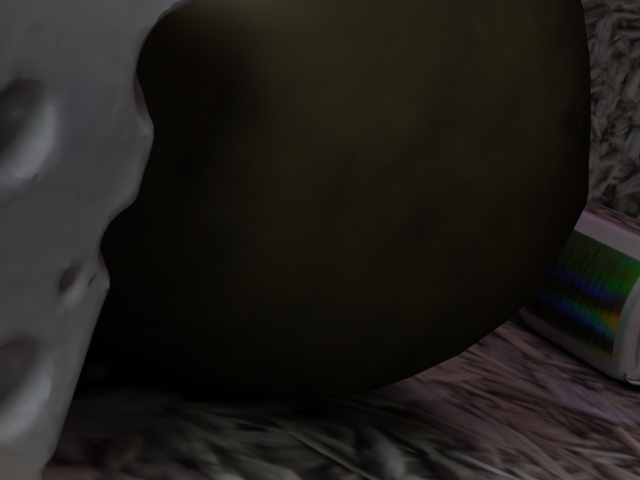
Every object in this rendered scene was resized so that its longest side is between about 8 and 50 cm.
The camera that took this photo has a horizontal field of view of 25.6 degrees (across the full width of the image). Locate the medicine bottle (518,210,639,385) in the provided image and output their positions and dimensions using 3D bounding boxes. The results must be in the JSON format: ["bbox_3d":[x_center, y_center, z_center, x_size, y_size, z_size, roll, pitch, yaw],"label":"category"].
[{"bbox_3d":[0.230,0.037,1.210,0.078,0.115,0.219,12,11,-28],"label":"medicine bottle"}]

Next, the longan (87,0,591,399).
[{"bbox_3d":[-0.041,-0.085,0.757,0.404,0.336,0.404,4,-25,2],"label":"longan"}]

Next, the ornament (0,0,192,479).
[{"bbox_3d":[-0.220,-0.055,0.469,0.239,0.240,0.239,24,11,30],"label":"ornament"}]
